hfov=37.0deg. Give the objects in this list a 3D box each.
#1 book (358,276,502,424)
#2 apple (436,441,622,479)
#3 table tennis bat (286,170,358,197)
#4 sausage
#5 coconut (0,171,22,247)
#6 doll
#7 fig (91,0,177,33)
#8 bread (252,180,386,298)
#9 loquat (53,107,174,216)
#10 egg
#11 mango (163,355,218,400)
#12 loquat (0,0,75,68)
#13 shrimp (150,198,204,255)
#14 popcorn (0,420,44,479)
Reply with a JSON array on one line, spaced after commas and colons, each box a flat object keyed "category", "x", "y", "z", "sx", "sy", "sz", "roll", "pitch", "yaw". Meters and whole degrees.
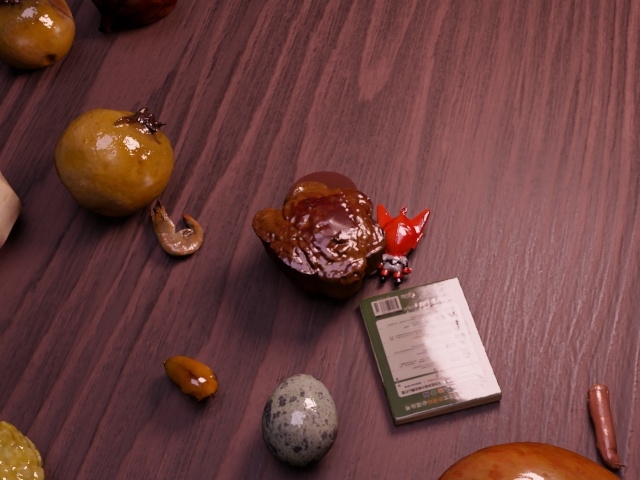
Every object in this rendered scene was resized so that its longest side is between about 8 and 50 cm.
[{"category": "book", "x": 0.199, "y": 0.199, "z": 1.775, "sx": 0.202, "sy": 0.027, "sz": 0.264, "roll": -13, "pitch": 54, "yaw": -5}, {"category": "apple", "x": 0.297, "y": 0.481, "z": 1.366, "sx": 0.401, "sy": 0.400, "sz": 0.333, "roll": -19, "pitch": 18, "yaw": -9}, {"category": "table tennis bat", "x": -0.005, "y": -0.037, "z": 1.965, "sx": 0.154, "sy": 0.021, "sz": 0.274, "roll": 5, "pitch": 54, "yaw": 10}, {"category": "sausage", "x": 0.493, "y": 0.322, "z": 1.659, "sx": 0.042, "sy": 0.036, "sz": 0.157, "roll": -11, "pitch": 54, "yaw": 11}, {"category": "coconut", "x": -0.725, "y": -0.079, "z": 1.940, "sx": 0.197, "sy": 0.237, "sz": 0.236, "roll": -17, "pitch": 46, "yaw": 38}, {"category": "doll", "x": 0.152, "y": 0.005, "z": 1.897, "sx": 0.109, "sy": 0.057, "sz": 0.169, "roll": 7, "pitch": 59, "yaw": 13}, {"category": "fig", "x": -0.458, "y": -0.612, "z": 2.287, "sx": 0.235, "sy": 0.235, "sz": 0.214, "roll": 16, "pitch": 63, "yaw": 16}, {"category": "bread", "x": 0.013, "y": -0.003, "z": 1.839, "sx": 0.232, "sy": 0.135, "sz": 0.247, "roll": -38, "pitch": 59, "yaw": -22}, {"category": "loquat", "x": -0.418, "y": -0.169, "z": 1.966, "sx": 0.244, "sy": 0.244, "sz": 0.243, "roll": -2, "pitch": 55, "yaw": 3}, {"category": "egg", "x": -0.034, "y": 0.308, "z": 1.656, "sx": 0.132, "sy": 0.132, "sz": 0.172, "roll": 2, "pitch": 45, "yaw": 6}, {"category": "mango", "x": -0.236, "y": 0.248, "z": 1.748, "sx": 0.127, "sy": 0.077, "sz": 0.063, "roll": 28, "pitch": 85, "yaw": 38}, {"category": "loquat", "x": -0.677, "y": -0.509, "z": 2.244, "sx": 0.213, "sy": 0.213, "sz": 0.213, "roll": -2, "pitch": 55, "yaw": 3}, {"category": "shrimp", "x": -0.296, "y": -0.033, "z": 1.971, "sx": 0.095, "sy": 0.045, "sz": 0.162, "roll": -20, "pitch": 54, "yaw": -9}, {"category": "popcorn", "x": -0.563, "y": 0.412, "z": 1.571, "sx": 0.174, "sy": 0.225, "sz": 0.286, "roll": -43, "pitch": 59, "yaw": 14}]
